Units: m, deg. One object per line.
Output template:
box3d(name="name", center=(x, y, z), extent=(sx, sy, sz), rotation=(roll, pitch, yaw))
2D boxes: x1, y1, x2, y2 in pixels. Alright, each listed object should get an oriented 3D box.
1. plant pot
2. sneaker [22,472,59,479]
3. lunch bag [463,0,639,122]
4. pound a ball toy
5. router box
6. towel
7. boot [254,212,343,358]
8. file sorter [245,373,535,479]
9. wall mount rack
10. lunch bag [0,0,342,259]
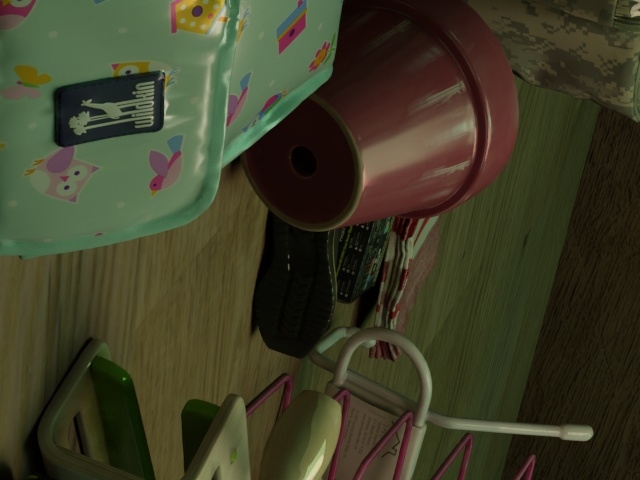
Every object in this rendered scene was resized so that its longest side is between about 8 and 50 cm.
box3d(name="plant pot", center=(0.036, -0.098, 1.633), extent=(0.180, 0.201, 0.201), rotation=(-30, 141, -46))
box3d(name="sneaker", center=(-0.213, 0.303, 1.400), extent=(0.121, 0.111, 0.300), rotation=(-36, 141, -57))
box3d(name="lunch bag", center=(0.190, -0.251, 1.747), extent=(0.212, 0.305, 0.256), rotation=(-52, 155, -43))
box3d(name="pound a ball toy", center=(-0.099, 0.211, 1.479), extent=(0.319, 0.208, 0.136), rotation=(90, 24, -57))
box3d(name="router box", center=(0.044, -0.002, 2.080), extent=(0.092, 0.038, 0.122), rotation=(-31, 140, -68))
box3d(name="towel", center=(0.120, -0.047, 2.265), extent=(0.237, 0.037, 0.329), rotation=(-66, 168, -46))
box3d(name="boot", center=(0.000, 0.000, 1.854), extent=(0.137, 0.077, 0.198), rotation=(-59, 164, -55))
box3d(name="file sorter", center=(0.049, 0.273, 1.976), extent=(0.202, 0.290, 0.182), rotation=(-38, 143, -65))
box3d(name="wall mount rack", center=(0.110, 0.250, 2.129), extent=(0.130, 0.304, 0.350), rotation=(-32, 142, -54))
box3d(name="lunch bag", center=(-0.101, -0.131, 1.099), extent=(0.262, 0.160, 0.223), rotation=(-44, 157, -37))
